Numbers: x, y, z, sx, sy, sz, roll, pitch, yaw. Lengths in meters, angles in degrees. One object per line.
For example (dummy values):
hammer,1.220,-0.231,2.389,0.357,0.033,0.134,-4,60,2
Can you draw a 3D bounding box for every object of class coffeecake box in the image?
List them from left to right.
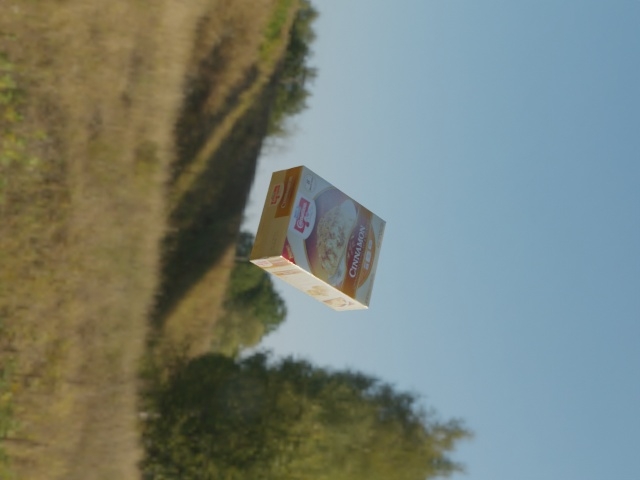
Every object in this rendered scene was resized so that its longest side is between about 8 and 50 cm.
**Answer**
coffeecake box,0.000,0.000,1.494,0.068,0.185,0.142,-10,-121,44
